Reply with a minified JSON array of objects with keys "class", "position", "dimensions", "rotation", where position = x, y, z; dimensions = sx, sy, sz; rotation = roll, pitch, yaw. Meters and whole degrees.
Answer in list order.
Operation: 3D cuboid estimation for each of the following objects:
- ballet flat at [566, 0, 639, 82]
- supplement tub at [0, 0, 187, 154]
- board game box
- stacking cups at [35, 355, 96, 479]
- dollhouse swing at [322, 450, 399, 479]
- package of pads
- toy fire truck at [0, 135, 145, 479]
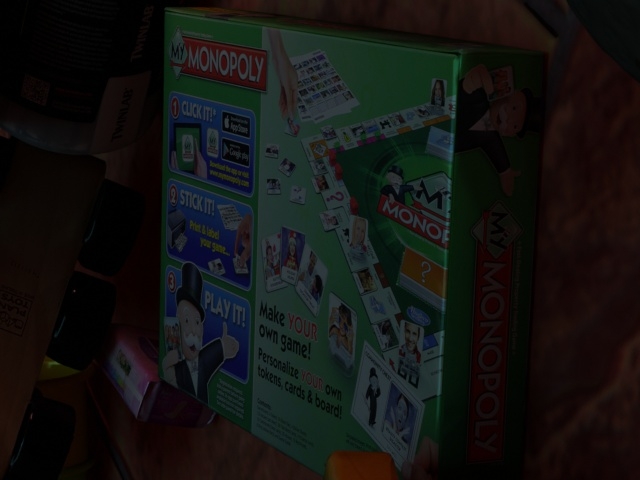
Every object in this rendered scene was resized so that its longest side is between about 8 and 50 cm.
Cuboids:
[{"class":"ballet flat","position":[0.153,-0.085,0.629],"dimensions":[0.084,0.058,0.250],"rotation":[57,167,-20]},{"class":"supplement tub","position":[-0.133,-0.155,1.115],"dimensions":[0.117,0.117,0.190],"rotation":[61,143,42]},{"class":"board game box","position":[0.000,0.000,0.941],"dimensions":[0.317,0.046,0.213],"rotation":[21,110,61]},{"class":"stacking cups","position":[-0.188,0.241,1.306],"dimensions":[0.096,0.096,0.316],"rotation":[10,106,63]},{"class":"dollhouse swing","position":[0.114,0.264,0.688],"dimensions":[0.305,0.315,0.346],"rotation":[-39,-47,-74]},{"class":"package of pads","position":[-0.098,0.080,1.136],"dimensions":[0.083,0.050,0.032],"rotation":[42,117,55]},{"class":"toy fire truck","position":[-0.241,0.052,1.209],"dimensions":[0.246,0.158,0.217],"rotation":[-28,44,64]}]
